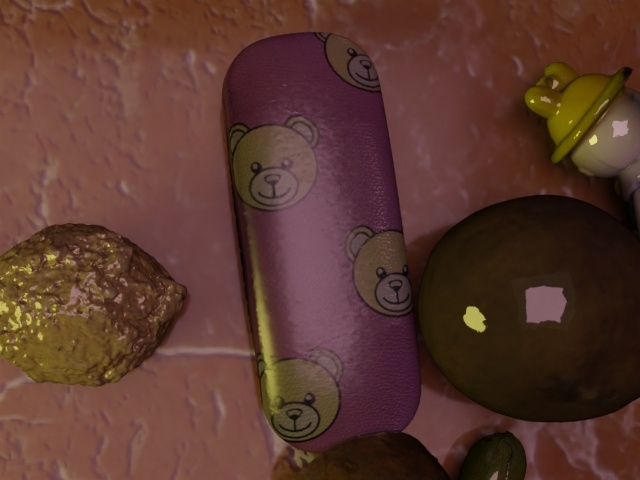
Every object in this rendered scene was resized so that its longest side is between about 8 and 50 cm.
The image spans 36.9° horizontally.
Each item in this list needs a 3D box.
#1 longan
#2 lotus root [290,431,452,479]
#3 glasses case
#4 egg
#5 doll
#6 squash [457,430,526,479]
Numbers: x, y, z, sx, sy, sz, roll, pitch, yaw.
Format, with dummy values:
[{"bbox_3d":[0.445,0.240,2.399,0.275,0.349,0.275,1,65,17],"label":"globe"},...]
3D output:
[{"bbox_3d":[0.162,0.051,0.697,0.187,0.167,0.167,32,82,-7],"label":"longan"},{"bbox_3d":[0.039,0.199,0.687,0.122,0.081,0.112,-33,118,-2],"label":"lotus root"},{"bbox_3d":[0.000,0.000,0.723,0.123,0.076,0.316,-7,86,-9],"label":"glasses case"},{"bbox_3d":[-0.168,0.046,0.679,0.140,0.118,0.116,0,68,-16],"label":"egg"},{"bbox_3d":[0.261,-0.050,0.750,0.241,0.099,0.135,43,81,1],"label":"doll"},{"bbox_3d":[0.110,0.232,0.732,0.052,0.052,0.183,24,86,-4],"label":"squash"}]
